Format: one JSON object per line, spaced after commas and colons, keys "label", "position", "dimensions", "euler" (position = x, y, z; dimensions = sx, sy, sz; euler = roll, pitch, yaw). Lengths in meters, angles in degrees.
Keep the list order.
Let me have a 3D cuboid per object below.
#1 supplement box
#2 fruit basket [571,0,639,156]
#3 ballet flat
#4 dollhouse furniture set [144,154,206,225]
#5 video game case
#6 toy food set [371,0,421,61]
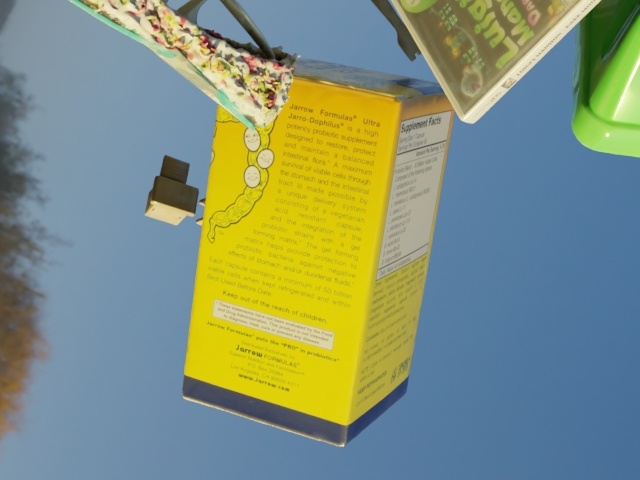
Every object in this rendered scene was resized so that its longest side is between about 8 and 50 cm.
{"label": "supplement box", "position": [0.000, 0.000, 1.230], "dimensions": [0.194, 0.195, 0.356], "euler": [-22, 123, -65]}
{"label": "fruit basket", "position": [0.436, -0.138, 1.190], "dimensions": [0.392, 0.392, 0.283], "euler": [-34, -144, 46]}
{"label": "ballet flat", "position": [-0.110, -0.170, 0.878], "dimensions": [0.077, 0.241, 0.091], "euler": [-53, -141, 5]}
{"label": "dollhouse furniture set", "position": [-0.117, -0.107, 1.441], "dimensions": [0.101, 0.161, 0.181], "euler": [-38, -139, 54]}
{"label": "video game case", "position": [0.141, -0.226, 0.994], "dimensions": [0.173, 0.022, 0.190], "euler": [-45, -124, 32]}
{"label": "toy food set", "position": [0.139, -0.310, 1.324], "dimensions": [0.192, 0.132, 0.038], "euler": [-40, -159, 0]}
